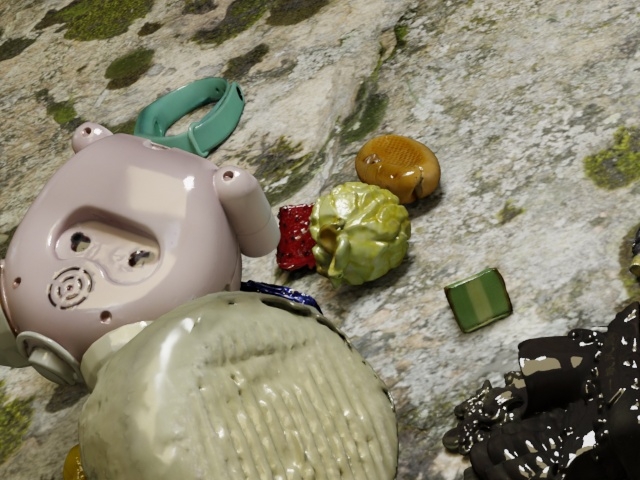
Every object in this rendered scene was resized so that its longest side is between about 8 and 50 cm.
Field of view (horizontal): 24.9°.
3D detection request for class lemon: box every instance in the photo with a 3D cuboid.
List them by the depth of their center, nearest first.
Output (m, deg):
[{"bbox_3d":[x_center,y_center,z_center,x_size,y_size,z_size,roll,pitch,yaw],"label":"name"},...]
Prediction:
[{"bbox_3d":[-0.294,0.288,1.834,0.065,0.065,0.092,-19,21,12],"label":"lemon"}]

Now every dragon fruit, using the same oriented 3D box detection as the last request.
[{"bbox_3d":[-0.001,0.002,2.068,0.131,0.097,0.063,-4,34,-1],"label":"dragon fruit"}]

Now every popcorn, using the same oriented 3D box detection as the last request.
[{"bbox_3d":[0.054,-0.012,1.974,0.135,0.141,0.162,-14,-8,25],"label":"popcorn"}]

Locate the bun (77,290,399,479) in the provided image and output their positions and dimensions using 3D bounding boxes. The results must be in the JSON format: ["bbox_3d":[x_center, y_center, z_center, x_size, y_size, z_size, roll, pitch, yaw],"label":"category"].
[{"bbox_3d":[-0.090,0.228,1.555,0.211,0.359,0.360,-45,13,40],"label":"bun"}]

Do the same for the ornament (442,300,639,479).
[{"bbox_3d":[0.238,0.193,1.554,0.260,0.106,0.251,-20,27,20],"label":"ornament"}]

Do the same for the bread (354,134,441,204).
[{"bbox_3d":[0.115,-0.100,2.127,0.114,0.077,0.189,-10,26,-13],"label":"bread"}]

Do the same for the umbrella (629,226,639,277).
[{"bbox_3d":[0.410,-0.010,1.790,0.037,0.040,0.144,4,41,28],"label":"umbrella"}]

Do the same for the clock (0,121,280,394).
[{"bbox_3d":[-0.251,0.041,1.794,0.342,0.184,0.326,16,65,33],"label":"clock"}]

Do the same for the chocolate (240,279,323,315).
[{"bbox_3d":[-0.158,0.056,1.920,0.343,0.148,0.126,34,24,30],"label":"chocolate"}]

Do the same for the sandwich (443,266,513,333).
[{"bbox_3d":[0.188,0.048,1.831,0.074,0.074,0.116,-23,30,3],"label":"sandwich"}]

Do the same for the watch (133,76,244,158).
[{"bbox_3d":[-0.235,-0.212,2.593,0.195,0.068,0.237,-16,27,12],"label":"watch"}]
